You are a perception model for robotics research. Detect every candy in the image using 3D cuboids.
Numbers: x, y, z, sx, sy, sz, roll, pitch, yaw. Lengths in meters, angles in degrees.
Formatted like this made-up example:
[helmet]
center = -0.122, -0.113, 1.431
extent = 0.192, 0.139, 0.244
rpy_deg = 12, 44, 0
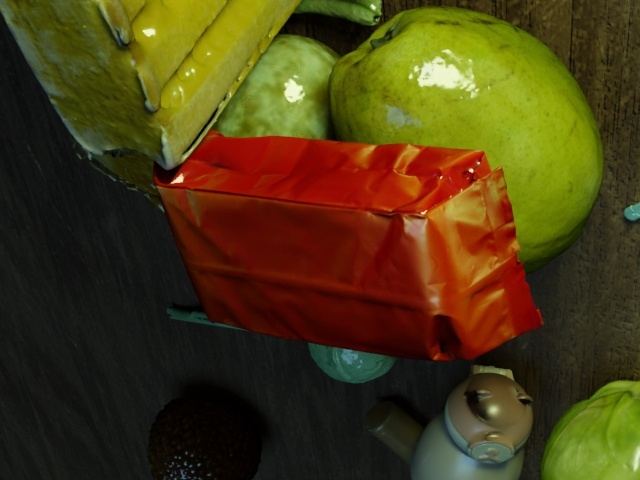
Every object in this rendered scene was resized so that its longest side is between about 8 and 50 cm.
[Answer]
[candy]
center = -0.065, 0.126, 2.042
extent = 0.440, 0.119, 0.119
rpy_deg = 4, 136, 44

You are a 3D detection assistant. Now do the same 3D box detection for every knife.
[knife]
center = 0.366, -0.043, 1.583
extent = 0.027, 0.010, 0.096
rpy_deg = 40, 146, -12

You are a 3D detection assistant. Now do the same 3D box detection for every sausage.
[sausage]
center = 0.187, 0.344, 2.126
extent = 0.301, 0.066, 0.066
rpy_deg = 45, 142, -17

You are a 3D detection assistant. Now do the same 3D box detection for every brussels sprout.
[brussels sprout]
center = 0.366, 0.273, 1.781
extent = 0.161, 0.223, 0.223
rpy_deg = 29, 144, -3

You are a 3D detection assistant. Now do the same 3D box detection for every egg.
[egg]
center = -0.048, -0.106, 1.622
extent = 0.238, 0.238, 0.289
rpy_deg = 23, 136, 13

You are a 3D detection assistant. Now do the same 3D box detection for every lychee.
[lychee]
center = -0.186, 0.337, 2.305
extent = 0.194, 0.194, 0.194
rpy_deg = 20, 143, 16

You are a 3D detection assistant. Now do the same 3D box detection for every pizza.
[pizza]
center = -0.195, -0.100, 1.880
extent = 0.297, 0.071, 0.189
rpy_deg = 3, 147, 39

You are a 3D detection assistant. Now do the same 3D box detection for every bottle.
[bottle]
center = 0.212, 0.264, 1.942
extent = 0.147, 0.147, 0.236
rpy_deg = 25, 142, 9

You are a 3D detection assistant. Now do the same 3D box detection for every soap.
[soap]
center = -0.153, -0.284, 1.417
extent = 0.156, 0.335, 0.293
rpy_deg = 10, 143, 29

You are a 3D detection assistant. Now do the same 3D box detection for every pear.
[pear]
center = 0.146, -0.100, 1.470
extent = 0.307, 0.253, 0.253
rpy_deg = 44, 143, -22

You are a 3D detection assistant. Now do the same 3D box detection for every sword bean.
[sword bean]
center = -0.050, -0.263, 1.599
extent = 0.269, 0.043, 0.038
rpy_deg = 9, 160, 30

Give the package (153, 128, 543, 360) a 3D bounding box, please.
[package]
center = 0.001, 0.000, 1.403
extent = 0.423, 0.123, 0.196
rpy_deg = 9, 131, 35
